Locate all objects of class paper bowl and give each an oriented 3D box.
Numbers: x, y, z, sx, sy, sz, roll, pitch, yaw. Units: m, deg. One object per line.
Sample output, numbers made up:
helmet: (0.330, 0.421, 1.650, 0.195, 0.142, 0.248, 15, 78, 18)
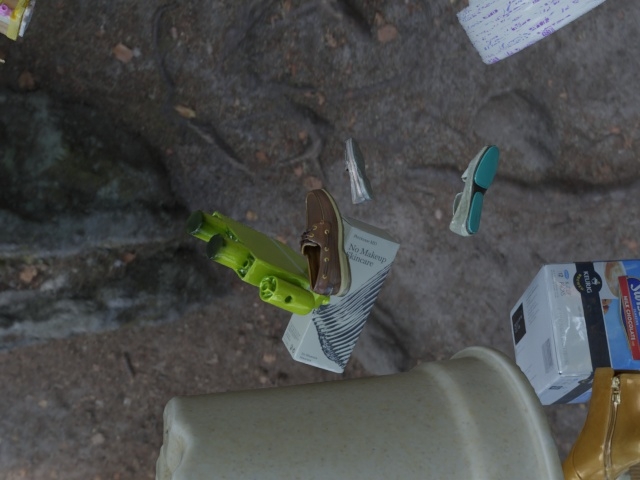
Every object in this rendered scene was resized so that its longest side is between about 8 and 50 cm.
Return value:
paper bowl: (0.314, -0.376, 1.150, 0.284, 0.284, 0.148, -30, 100, 27)

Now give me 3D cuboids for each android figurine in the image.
android figurine: (-0.090, 0.037, 1.377, 0.272, 0.248, 0.056, 28, 100, -43)

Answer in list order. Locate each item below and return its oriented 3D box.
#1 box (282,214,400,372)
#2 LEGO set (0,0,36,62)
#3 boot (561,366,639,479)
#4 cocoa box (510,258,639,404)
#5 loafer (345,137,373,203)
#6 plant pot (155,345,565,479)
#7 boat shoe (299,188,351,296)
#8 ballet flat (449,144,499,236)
box: (0.036, 0.100, 1.575, 0.113, 0.094, 0.275, 18, 102, -21)
LEGO set: (-0.340, -0.287, 0.875, 0.107, 0.287, 0.132, 23, 131, -18)
boot: (0.437, 0.307, 1.314, 0.104, 0.211, 0.295, 10, 162, -27)
cocoa box: (0.554, 0.201, 1.758, 0.227, 0.232, 0.347, -2, 159, 0)
loafer: (0.061, -0.126, 1.530, 0.039, 0.125, 0.045, -23, 160, 24)
plant pot: (0.007, 0.255, 0.760, 0.305, 0.334, 0.334, 5, 131, -13)
boat shoe: (0.000, 0.000, 1.277, 0.060, 0.178, 0.064, 0, 156, -26)
ballet flat: (0.259, -0.090, 1.445, 0.052, 0.168, 0.057, 10, 168, 45)
